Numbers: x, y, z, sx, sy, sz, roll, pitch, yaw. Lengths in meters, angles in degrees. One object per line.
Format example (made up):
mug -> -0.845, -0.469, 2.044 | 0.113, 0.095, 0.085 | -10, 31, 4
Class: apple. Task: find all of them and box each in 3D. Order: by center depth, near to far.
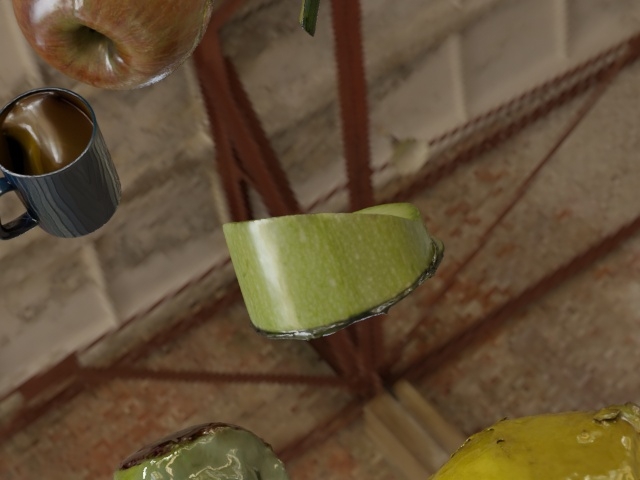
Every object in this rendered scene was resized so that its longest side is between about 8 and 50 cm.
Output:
apple -> -0.213, -0.264, 1.625 | 0.211, 0.211, 0.188 | 74, -151, -52

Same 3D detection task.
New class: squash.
squash -> 0.011, 0.005, 1.627 | 0.220, 0.220, 0.133 | -25, -78, -26

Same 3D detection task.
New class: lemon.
lemon -> 0.179, 0.266, 1.218 | 0.253, 0.253, 0.310 | 10, -69, -50

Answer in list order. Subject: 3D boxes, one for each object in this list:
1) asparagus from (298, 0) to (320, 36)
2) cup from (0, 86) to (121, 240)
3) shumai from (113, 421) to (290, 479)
asparagus -> -0.008, -0.279, 1.747 | 0.021, 0.025, 0.108 | 3, -61, -14
cup -> -0.299, -0.076, 1.693 | 0.150, 0.113, 0.138 | -15, -31, 0
shumai -> -0.095, 0.314, 1.454 | 0.309, 0.263, 0.304 | -11, -42, 10
